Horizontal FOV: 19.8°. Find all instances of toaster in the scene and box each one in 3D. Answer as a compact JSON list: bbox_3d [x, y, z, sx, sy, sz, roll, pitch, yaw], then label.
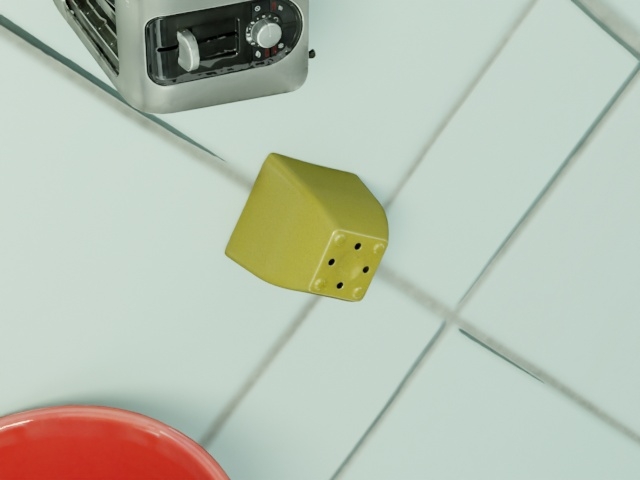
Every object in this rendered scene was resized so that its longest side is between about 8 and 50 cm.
[{"bbox_3d":[-0.085,-0.187,1.035,0.110,0.185,0.168,-16,132,-22],"label":"toaster"}]

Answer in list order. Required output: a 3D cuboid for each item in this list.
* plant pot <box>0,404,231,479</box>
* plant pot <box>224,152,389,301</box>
[{"bbox_3d":[-0.159,0.289,1.215,0.275,0.275,0.243,-27,139,-17],"label":"plant pot"},{"bbox_3d":[0.000,0.000,1.250,0.081,0.083,0.081,13,109,-38],"label":"plant pot"}]
